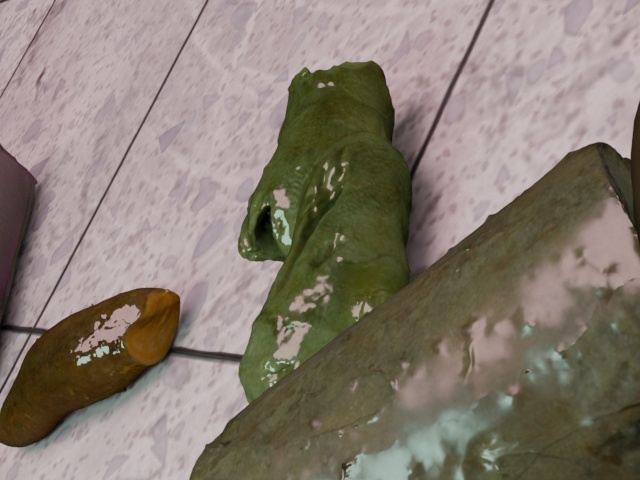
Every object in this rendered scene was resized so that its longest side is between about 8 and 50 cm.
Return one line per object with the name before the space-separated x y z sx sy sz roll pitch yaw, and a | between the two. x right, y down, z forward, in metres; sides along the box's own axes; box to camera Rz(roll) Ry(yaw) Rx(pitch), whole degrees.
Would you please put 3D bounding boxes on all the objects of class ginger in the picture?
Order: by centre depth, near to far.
ginger | 0.002 -0.003 0.953 0.137 0.089 0.290 -25 42 16

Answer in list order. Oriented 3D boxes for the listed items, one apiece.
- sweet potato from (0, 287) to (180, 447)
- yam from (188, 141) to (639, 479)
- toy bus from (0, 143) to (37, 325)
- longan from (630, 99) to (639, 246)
sweet potato | -0.205 0.107 1.165 0.243 0.077 0.077 -33 35 33
yam | 0.075 0.087 0.662 0.268 0.161 0.161 -41 32 28
toy bus | -0.403 0.044 1.441 0.162 0.171 0.386 -33 36 31
longan | 0.214 -0.006 0.479 0.246 0.215 0.246 -15 36 11
